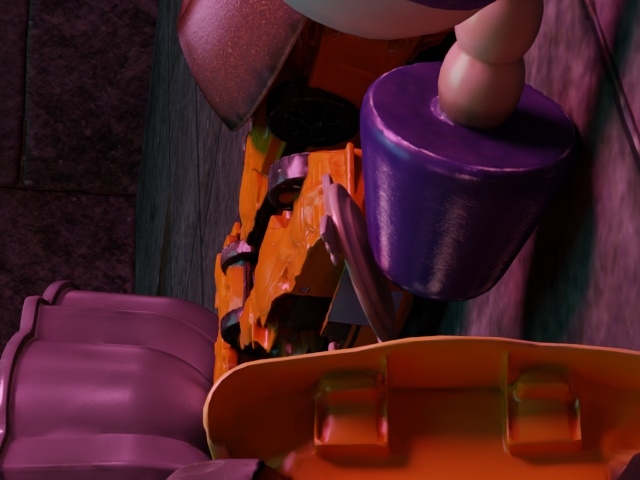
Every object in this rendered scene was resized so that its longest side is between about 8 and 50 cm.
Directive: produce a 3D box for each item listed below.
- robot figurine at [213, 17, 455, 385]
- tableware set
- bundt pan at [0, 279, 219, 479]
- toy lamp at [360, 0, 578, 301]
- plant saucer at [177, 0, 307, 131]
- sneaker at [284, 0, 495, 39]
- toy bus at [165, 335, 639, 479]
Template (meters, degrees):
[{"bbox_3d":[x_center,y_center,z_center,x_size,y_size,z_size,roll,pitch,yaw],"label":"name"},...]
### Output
[{"bbox_3d":[0.000,0.000,0.819,0.291,0.085,0.211,113,159,-60],"label":"robot figurine"},{"bbox_3d":[0.030,0.066,0.594,0.141,0.020,0.168,-99,-13,-49],"label":"tableware set"},{"bbox_3d":[-0.093,0.182,0.983,0.331,0.124,0.330,-6,-90,-82],"label":"bundt pan"},{"bbox_3d":[0.065,-0.101,0.509,0.080,0.080,0.274,-100,19,-54],"label":"toy lamp"},{"bbox_3d":[-0.004,-0.205,0.776,0.310,0.050,0.310,-158,90,-79],"label":"plant saucer"},{"bbox_3d":[0.019,-0.224,0.343,0.236,0.130,0.322,-33,82,50],"label":"sneaker"},{"bbox_3d":[0.039,0.163,0.426,0.211,0.150,0.220,79,-170,-59],"label":"toy bus"}]
